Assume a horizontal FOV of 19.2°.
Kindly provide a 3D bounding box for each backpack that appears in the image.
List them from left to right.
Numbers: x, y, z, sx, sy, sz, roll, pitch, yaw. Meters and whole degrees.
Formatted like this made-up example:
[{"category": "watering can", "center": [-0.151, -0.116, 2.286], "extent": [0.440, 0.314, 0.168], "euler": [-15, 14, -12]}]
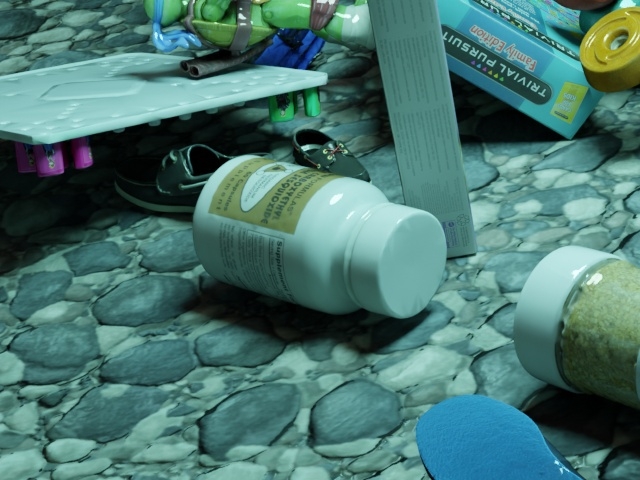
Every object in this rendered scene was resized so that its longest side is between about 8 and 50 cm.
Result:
[{"category": "backpack", "center": [-0.057, -0.239, 2.327], "extent": [0.120, 0.101, 0.098], "euler": [-54, 35, -9]}]

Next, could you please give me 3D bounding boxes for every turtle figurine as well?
[{"category": "turtle figurine", "center": [-0.058, -0.319, 2.177], "extent": [0.266, 0.198, 0.275], "euler": [12, 59, -14]}]

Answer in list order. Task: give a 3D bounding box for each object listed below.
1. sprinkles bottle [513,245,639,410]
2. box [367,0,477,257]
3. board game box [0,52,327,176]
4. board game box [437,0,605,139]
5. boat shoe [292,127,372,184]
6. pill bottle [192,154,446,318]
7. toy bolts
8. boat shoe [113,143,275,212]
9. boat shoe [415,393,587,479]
[{"category": "sprinkles bottle", "center": [0.322, 0.100, 1.500], "extent": [0.121, 0.121, 0.355], "euler": [-31, 33, -35]}, {"category": "box", "center": [0.095, -0.131, 1.809], "extent": [0.067, 0.324, 0.063], "euler": [-11, 30, 3]}, {"category": "board game box", "center": [-0.255, -0.149, 2.146], "extent": [0.390, 0.050, 0.390], "euler": [-15, 18, -38]}, {"category": "board game box", "center": [0.183, -0.269, 2.164], "extent": [0.253, 0.079, 0.336], "euler": [28, 24, -13]}, {"category": "boat shoe", "center": [0.010, -0.087, 2.067], "extent": [0.049, 0.042, 0.133], "euler": [-21, 30, -24]}, {"category": "pill bottle", "center": [0.000, 0.000, 1.800], "extent": [0.229, 0.131, 0.131], "euler": [15, 36, 40]}, {"category": "toy bolts", "center": [0.357, -0.221, 2.052], "extent": [0.218, 0.158, 0.228], "euler": [-53, 37, -11]}, {"category": "boat shoe", "center": [-0.134, -0.073, 2.052], "extent": [0.233, 0.079, 0.084], "euler": [11, 36, 38]}, {"category": "boat shoe", "center": [0.152, 0.208, 1.398], "extent": [0.109, 0.089, 0.258], "euler": [-30, 36, -9]}]
